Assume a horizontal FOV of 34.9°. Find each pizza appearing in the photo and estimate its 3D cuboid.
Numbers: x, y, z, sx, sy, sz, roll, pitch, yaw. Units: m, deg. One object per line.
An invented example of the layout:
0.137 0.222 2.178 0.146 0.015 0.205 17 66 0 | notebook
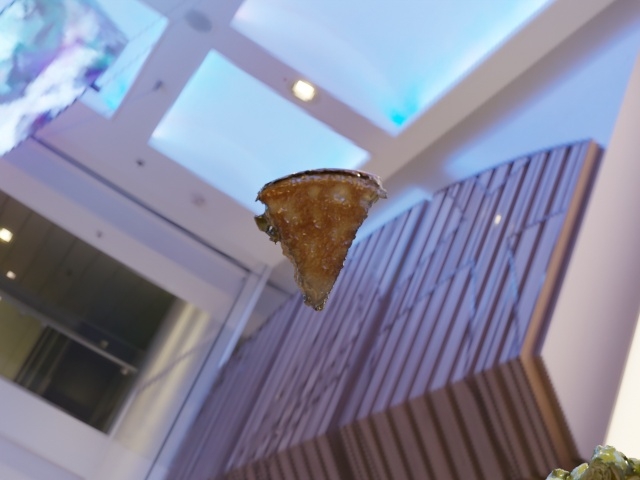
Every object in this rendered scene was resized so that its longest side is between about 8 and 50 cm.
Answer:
0.000 0.000 1.337 0.185 0.195 0.052 -4 -16 17 | pizza

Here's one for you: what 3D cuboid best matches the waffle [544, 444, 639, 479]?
0.266 0.306 0.918 0.317 0.073 0.297 25 -66 -18 | waffle
